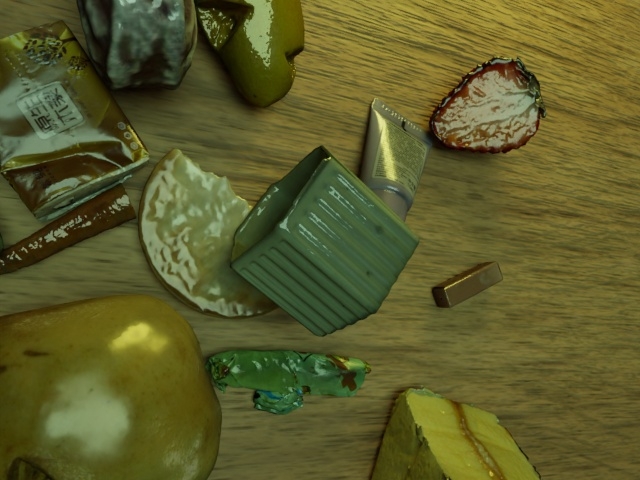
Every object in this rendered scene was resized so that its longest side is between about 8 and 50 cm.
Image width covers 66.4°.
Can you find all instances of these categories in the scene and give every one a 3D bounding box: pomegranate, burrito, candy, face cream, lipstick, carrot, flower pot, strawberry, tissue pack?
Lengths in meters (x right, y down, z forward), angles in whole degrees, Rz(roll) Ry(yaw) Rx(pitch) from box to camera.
[{"bbox_3d":[-0.281,0.208,0.577,0.333,0.332,0.332,3,84,-23],"label":"pomegranate"},{"bbox_3d":[-0.049,0.236,0.812,0.288,0.054,0.104,11,82,-24],"label":"burrito"},{"bbox_3d":[-0.262,-0.352,0.687,0.157,0.214,0.289,-8,79,-29],"label":"candy"},{"bbox_3d":[0.132,-0.133,0.916,0.154,0.096,0.274,26,62,-16],"label":"face cream"},{"bbox_3d":[0.294,0.087,0.978,0.145,0.045,0.045,-22,92,-24],"label":"lipstick"},{"bbox_3d":[-0.372,-0.005,0.695,0.224,0.057,0.057,-32,98,-17],"label":"carrot"},{"bbox_3d":[0.000,0.000,0.728,0.189,0.239,0.209,40,100,-18],"label":"flower pot"},{"bbox_3d":[0.326,-0.265,1.007,0.236,0.111,0.190,-19,104,-1],"label":"strawberry"},{"bbox_3d":[-0.377,-0.165,0.688,0.183,0.092,0.226,-34,97,-22],"label":"tissue pack"}]

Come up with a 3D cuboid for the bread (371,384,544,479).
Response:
[{"bbox_3d":[0.267,0.378,0.832,0.263,0.236,0.198,21,77,-21],"label":"bread"}]

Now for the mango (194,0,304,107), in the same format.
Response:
[{"bbox_3d":[-0.111,-0.354,0.804,0.167,0.130,0.262,-24,99,-21],"label":"mango"}]

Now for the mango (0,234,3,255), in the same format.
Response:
[{"bbox_3d":[-0.531,-0.093,0.583,0.177,0.175,0.329,-13,113,6],"label":"mango"}]

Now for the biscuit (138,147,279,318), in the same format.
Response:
[{"bbox_3d":[-0.162,0.015,0.788,0.309,0.040,0.204,37,71,-18],"label":"biscuit"}]
